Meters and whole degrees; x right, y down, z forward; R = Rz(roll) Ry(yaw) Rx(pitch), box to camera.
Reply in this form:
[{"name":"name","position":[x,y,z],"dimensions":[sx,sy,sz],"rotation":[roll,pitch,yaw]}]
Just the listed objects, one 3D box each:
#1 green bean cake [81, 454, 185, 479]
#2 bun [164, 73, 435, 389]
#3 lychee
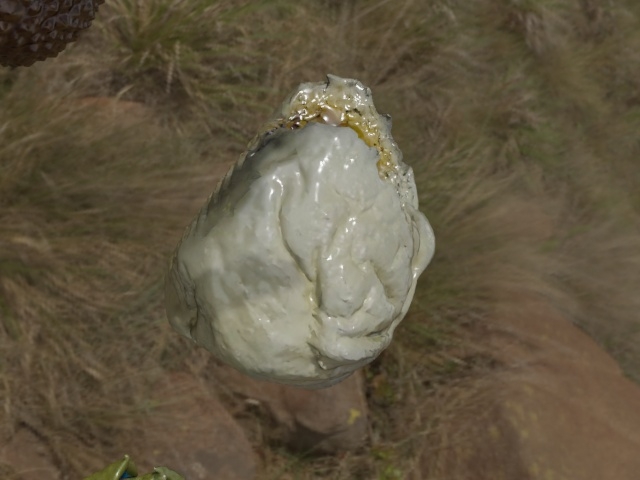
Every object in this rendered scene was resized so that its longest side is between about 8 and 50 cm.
[{"name":"green bean cake","position":[-0.212,0.345,0.817],"dimensions":[0.285,0.202,0.310],"rotation":[47,28,-38]},{"name":"bun","position":[-0.010,0.012,0.808],"dimensions":[0.205,0.281,0.281],"rotation":[38,47,-7]},{"name":"lychee","position":[-0.354,-0.325,1.012],"dimensions":[0.267,0.267,0.268],"rotation":[21,59,-41]}]
